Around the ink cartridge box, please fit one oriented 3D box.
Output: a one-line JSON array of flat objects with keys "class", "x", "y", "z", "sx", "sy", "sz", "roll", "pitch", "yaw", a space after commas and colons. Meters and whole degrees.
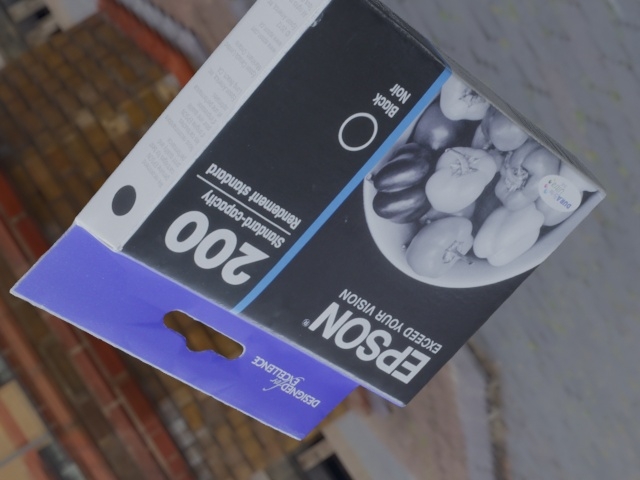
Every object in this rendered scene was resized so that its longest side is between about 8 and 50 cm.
[{"class": "ink cartridge box", "x": 0.000, "y": 0.000, "z": 0.762, "sx": 0.206, "sy": 0.208, "sz": 0.045, "roll": 32, "pitch": -164, "yaw": -40}]
